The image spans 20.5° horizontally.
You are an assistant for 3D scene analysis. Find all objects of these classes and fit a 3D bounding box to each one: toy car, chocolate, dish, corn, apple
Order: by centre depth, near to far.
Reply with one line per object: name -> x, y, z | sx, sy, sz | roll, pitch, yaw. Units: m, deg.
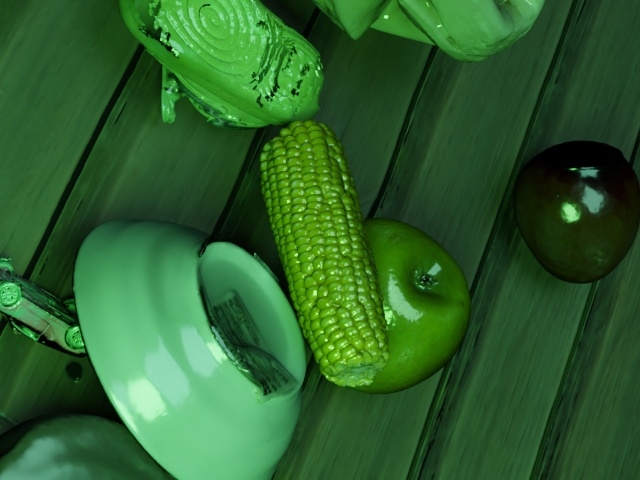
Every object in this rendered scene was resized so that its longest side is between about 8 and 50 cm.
toy car -> -0.278, 0.067, 1.709 | 0.142, 0.069, 0.055 | 34, 98, -25
dish -> -0.099, 0.093, 1.731 | 0.316, 0.106, 0.316 | 44, 29, -32
corn -> 0.000, 0.000, 1.806 | 0.101, 0.101, 0.310 | 12, 51, -34
apple -> 0.071, 0.070, 1.913 | 0.196, 0.157, 0.196 | 18, 58, -32
chocolate -> 0.308, -0.031, 2.133 | 0.177, 0.177, 0.177 | 11, 71, -35

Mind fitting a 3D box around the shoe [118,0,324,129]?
shoe -> -0.114, -0.194, 1.860 | 0.262, 0.128, 0.140 | 30, 51, -30

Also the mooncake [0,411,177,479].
mooncake -> -0.243, 0.281, 1.628 | 0.245, 0.133, 0.245 | 11, 71, -35

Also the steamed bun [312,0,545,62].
steamed bun -> 0.076, -0.362, 1.944 | 0.255, 0.368, 0.342 | -23, 132, -17
